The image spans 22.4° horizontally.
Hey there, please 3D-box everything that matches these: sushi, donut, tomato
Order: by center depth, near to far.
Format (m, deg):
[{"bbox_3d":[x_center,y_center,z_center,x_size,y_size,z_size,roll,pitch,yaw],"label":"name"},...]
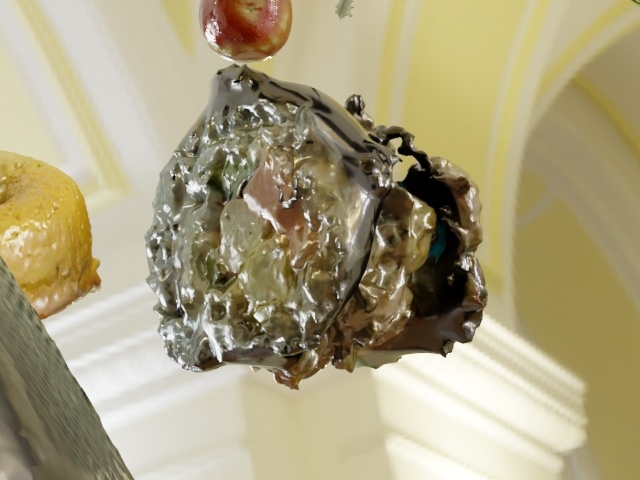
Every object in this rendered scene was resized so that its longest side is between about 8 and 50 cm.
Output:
[{"bbox_3d":[-0.219,-0.006,0.962,0.174,0.074,0.190,16,19,22],"label":"donut"},{"bbox_3d":[0.004,0.001,1.197,0.219,0.225,0.238,10,6,-38],"label":"sushi"},{"bbox_3d":[-0.066,-0.198,1.415,0.087,0.087,0.075,-11,-13,1],"label":"tomato"}]

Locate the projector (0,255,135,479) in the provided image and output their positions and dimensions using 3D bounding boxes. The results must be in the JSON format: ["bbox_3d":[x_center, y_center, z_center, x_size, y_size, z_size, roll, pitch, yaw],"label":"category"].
[{"bbox_3d":[-0.311,0.077,0.611,0.395,0.405,0.242,-34,-24,-5],"label":"projector"}]

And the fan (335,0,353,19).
[{"bbox_3d":[0.076,-0.319,1.252,0.329,0.191,0.009,-64,-14,22],"label":"fan"}]

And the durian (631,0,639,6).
[{"bbox_3d":[0.237,-0.082,0.619,0.157,0.355,0.169,-49,-17,-6],"label":"durian"}]
